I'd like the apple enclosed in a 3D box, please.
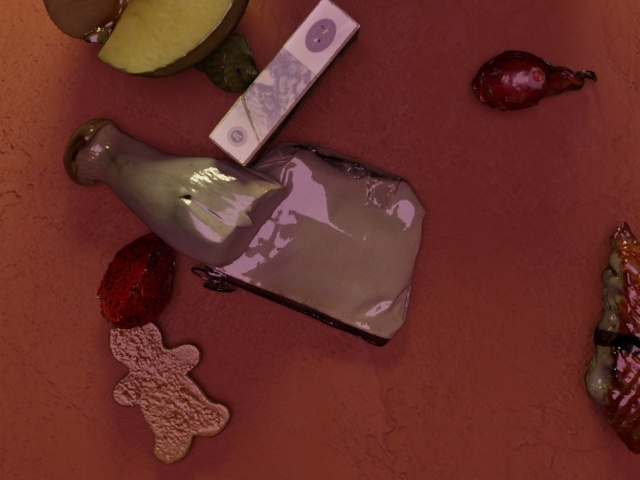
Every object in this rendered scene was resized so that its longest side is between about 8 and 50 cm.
[{"bbox_3d":[-0.247,-0.385,1.447,0.295,0.233,0.257,31,108,-11],"label":"apple"}]

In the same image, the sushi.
[{"bbox_3d":[0.472,0.145,1.515,0.124,0.130,0.332,8,100,-3],"label":"sushi"}]

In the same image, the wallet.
[{"bbox_3d":[0.000,0.002,1.551,0.335,0.068,0.274,21,98,-6],"label":"wallet"}]

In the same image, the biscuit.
[{"bbox_3d":[-0.247,0.223,1.587,0.158,0.035,0.240,-29,93,2],"label":"biscuit"}]

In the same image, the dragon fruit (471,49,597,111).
[{"bbox_3d":[0.322,-0.242,1.508,0.191,0.094,0.094,-7,94,-2],"label":"dragon fruit"}]

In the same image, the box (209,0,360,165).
[{"bbox_3d":[-0.050,-0.227,1.482,0.069,0.164,0.256,40,94,-3],"label":"box"}]

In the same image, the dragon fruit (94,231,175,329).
[{"bbox_3d":[-0.282,0.070,1.560,0.106,0.083,0.162,2,65,42],"label":"dragon fruit"}]

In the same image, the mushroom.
[{"bbox_3d":[-0.226,-0.083,1.503,0.329,0.122,0.159,28,61,18],"label":"mushroom"}]

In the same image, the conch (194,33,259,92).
[{"bbox_3d":[-0.143,-0.274,1.540,0.121,0.074,0.089,21,80,22],"label":"conch"}]
